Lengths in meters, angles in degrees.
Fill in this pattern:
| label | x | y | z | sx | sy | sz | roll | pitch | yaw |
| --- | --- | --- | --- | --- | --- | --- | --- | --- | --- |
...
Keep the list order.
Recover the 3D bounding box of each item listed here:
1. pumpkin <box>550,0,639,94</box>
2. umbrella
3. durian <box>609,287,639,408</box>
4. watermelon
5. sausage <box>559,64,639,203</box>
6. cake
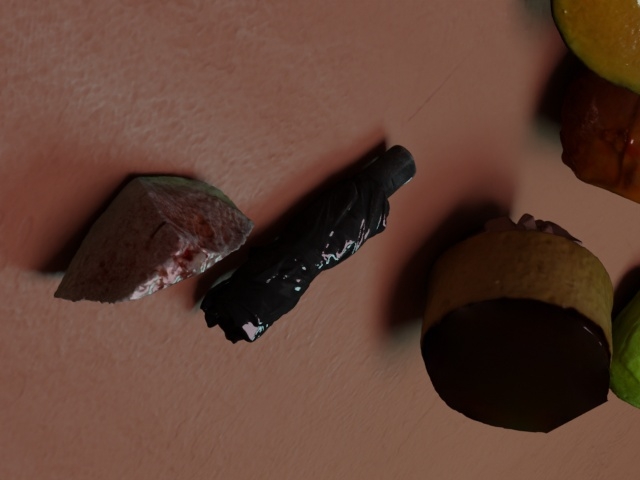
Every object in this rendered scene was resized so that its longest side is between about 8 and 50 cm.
| label | x | y | z | sx | sy | sz | roll | pitch | yaw |
| --- | --- | --- | --- | --- | --- | --- | --- | --- | --- |
| pumpkin | 0.272 | -0.271 | 1.453 | 0.312 | 0.148 | 0.169 | 79 | 11 | -47 |
| umbrella | 0.000 | 0.000 | 1.383 | 0.235 | 0.066 | 0.059 | -40 | 141 | -26 |
| durian | 0.416 | 0.139 | 2.050 | 0.139 | 0.101 | 0.250 | -41 | 145 | -21 |
| watermelon | -0.112 | -0.002 | 1.216 | 0.180 | 0.094 | 0.081 | -39 | 147 | -51 |
| sausage | 0.338 | -0.105 | 1.646 | 0.268 | 0.153 | 0.141 | 11 | 102 | -58 |
| cake | 0.196 | 0.062 | 1.625 | 0.178 | 0.185 | 0.208 | -74 | 150 | -49 |
